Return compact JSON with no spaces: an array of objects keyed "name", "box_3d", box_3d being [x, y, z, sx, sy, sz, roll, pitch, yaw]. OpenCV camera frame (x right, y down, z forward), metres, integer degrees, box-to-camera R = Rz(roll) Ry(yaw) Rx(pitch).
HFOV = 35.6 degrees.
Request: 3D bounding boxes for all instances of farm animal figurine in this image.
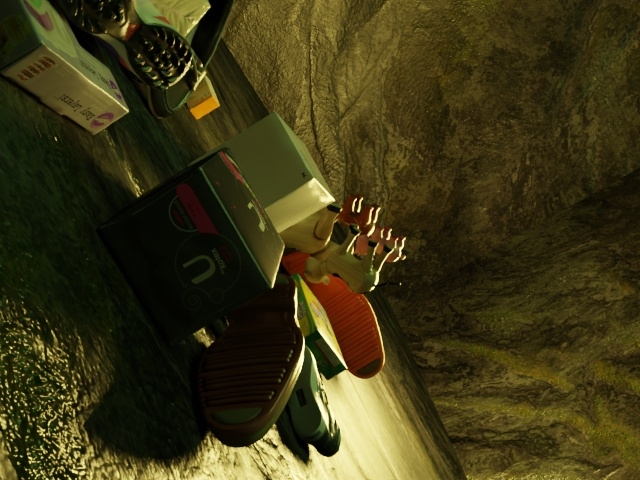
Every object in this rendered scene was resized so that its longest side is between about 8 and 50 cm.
[{"name":"farm animal figurine","box_3d":[0.000,0.000,2.061,0.327,0.172,0.330,24,17,-6]}]

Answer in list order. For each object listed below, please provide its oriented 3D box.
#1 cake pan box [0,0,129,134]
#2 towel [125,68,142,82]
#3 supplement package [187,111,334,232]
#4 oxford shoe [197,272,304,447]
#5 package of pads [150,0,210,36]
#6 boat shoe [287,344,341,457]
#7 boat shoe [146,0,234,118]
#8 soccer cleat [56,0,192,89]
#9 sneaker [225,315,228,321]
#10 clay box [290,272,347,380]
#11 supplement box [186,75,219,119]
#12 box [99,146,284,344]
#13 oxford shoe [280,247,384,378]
[{"name":"cake pan box","box_3d":[-0.351,-0.274,1.216,0.246,0.070,0.267,64,6,15]},{"name":"towel","box_3d":[-0.344,-0.335,1.754,0.119,0.029,0.067,62,6,6]},{"name":"supplement package","box_3d":[-0.106,-0.106,1.853,0.149,0.194,0.203,61,5,14]},{"name":"oxford shoe","box_3d":[-0.071,0.165,1.233,0.348,0.123,0.130,-76,161,-66]},{"name":"package of pads","box_3d":[-0.348,-0.491,1.679,0.296,0.101,0.229,15,40,-49]},{"name":"boat shoe","box_3d":[-0.018,0.250,1.549,0.083,0.065,0.183,57,13,-43]},{"name":"boat shoe","box_3d":[-0.233,-0.368,1.816,0.112,0.095,0.335,62,33,-53]},{"name":"soccer cleat","box_3d":[-0.281,-0.313,1.295,0.116,0.108,0.318,40,-4,29]},{"name":"sneaker","box_3d":[-0.095,0.133,1.440,0.162,0.063,0.073,58,10,-21]},{"name":"clay box","box_3d":[-0.020,0.160,1.981,0.127,0.053,0.222,55,8,-35]},{"name":"supplement box","box_3d":[-0.266,-0.320,2.187,0.036,0.062,0.098,52,9,-46]},{"name":"box","box_3d":[-0.149,-0.005,1.245,0.165,0.143,0.270,59,6,-9]},{"name":"oxford shoe","box_3d":[0.036,0.143,2.214,0.363,0.130,0.133,62,0,14]}]
